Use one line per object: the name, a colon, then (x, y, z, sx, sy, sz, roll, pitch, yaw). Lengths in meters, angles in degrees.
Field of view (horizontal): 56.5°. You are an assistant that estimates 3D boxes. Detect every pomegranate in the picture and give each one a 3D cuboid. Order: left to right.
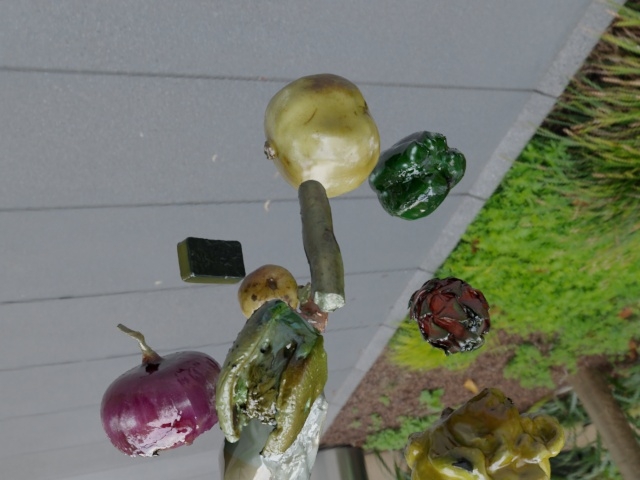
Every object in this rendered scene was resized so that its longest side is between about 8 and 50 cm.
pomegranate: (-0.181, 0.191, 2.070, 0.215, 0.216, 0.215, -13, 146, -9)
pomegranate: (-0.003, -0.274, 1.588, 0.332, 0.333, 0.333, -13, 146, -9)

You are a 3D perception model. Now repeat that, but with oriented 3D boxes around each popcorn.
popcorn: (0.308, 0.447, 1.177, 0.297, 0.316, 0.281, 12, 166, 27)

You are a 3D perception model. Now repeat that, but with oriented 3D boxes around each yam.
yam: (0.000, 0.000, 1.119, 0.067, 0.318, 0.071, -10, 135, 0)

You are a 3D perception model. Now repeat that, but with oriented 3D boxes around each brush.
brush: (-0.307, 0.057, 1.693, 0.197, 0.123, 0.059, 5, 154, -44)

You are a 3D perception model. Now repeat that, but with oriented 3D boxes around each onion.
onion: (-0.435, 0.429, 1.667, 0.357, 0.358, 0.345, -9, 116, -14)

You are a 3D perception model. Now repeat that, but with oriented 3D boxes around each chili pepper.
chili pepper: (0.277, -0.194, 1.717, 0.249, 0.233, 0.256, -52, -173, -19)

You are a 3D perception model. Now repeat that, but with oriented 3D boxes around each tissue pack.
tissue pack: (-0.111, 0.448, 1.401, 0.194, 0.376, 0.390, 23, 173, -14)

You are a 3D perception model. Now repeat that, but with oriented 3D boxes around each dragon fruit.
dragon fruit: (0.293, 0.168, 1.333, 0.182, 0.189, 0.182, -33, 157, -16)

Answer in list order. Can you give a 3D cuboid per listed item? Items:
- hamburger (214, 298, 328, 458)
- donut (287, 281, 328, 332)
hamburger: (-0.085, 0.238, 1.128, 0.167, 0.288, 0.193, 13, 128, 17)
donut: (-0.028, 0.172, 1.378, 0.117, 0.166, 0.065, 37, 131, -3)
